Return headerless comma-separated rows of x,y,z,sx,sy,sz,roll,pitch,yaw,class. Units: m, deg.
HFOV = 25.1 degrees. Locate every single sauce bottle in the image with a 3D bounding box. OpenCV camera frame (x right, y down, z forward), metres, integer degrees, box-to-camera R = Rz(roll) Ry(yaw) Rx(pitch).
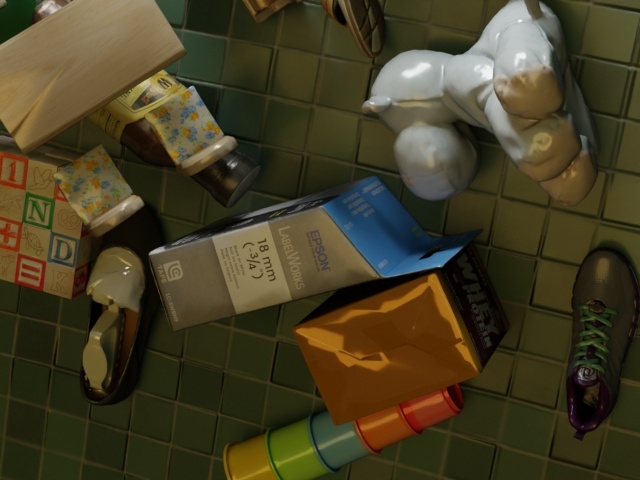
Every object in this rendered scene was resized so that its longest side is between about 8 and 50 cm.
-0.227,-0.172,1.808,0.344,0.111,0.111,37,110,5,sauce bottle

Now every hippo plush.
0.165,-0.158,1.618,0.236,0.234,0.294,-15,98,19,hippo plush

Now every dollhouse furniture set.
-0.197,-0.253,1.606,0.394,0.256,0.362,-33,97,-9,dollhouse furniture set

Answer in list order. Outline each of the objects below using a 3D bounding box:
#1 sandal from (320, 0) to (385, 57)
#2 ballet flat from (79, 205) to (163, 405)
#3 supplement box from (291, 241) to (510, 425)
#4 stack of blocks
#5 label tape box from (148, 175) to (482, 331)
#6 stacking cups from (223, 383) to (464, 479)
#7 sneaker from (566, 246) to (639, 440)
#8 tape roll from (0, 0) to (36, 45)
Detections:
0.022,-0.297,1.723,0.049,0.072,0.180,-30,91,37,sandal
-0.265,0.093,1.885,0.095,0.096,0.281,13,106,15,ballet flat
0.102,0.105,1.719,0.191,0.194,0.129,-22,95,21,supplement box
-0.434,-0.048,1.911,0.297,0.087,0.171,14,106,14,stack of blocks
0.000,0.000,1.705,0.333,0.240,0.106,-15,96,19,label tape box
0.032,0.244,1.841,0.316,0.096,0.096,-25,94,16,stacking cups
0.332,0.124,1.703,0.083,0.098,0.224,5,104,16,sneaker
-0.497,-0.322,1.816,0.321,0.077,0.321,0,90,35,tape roll
